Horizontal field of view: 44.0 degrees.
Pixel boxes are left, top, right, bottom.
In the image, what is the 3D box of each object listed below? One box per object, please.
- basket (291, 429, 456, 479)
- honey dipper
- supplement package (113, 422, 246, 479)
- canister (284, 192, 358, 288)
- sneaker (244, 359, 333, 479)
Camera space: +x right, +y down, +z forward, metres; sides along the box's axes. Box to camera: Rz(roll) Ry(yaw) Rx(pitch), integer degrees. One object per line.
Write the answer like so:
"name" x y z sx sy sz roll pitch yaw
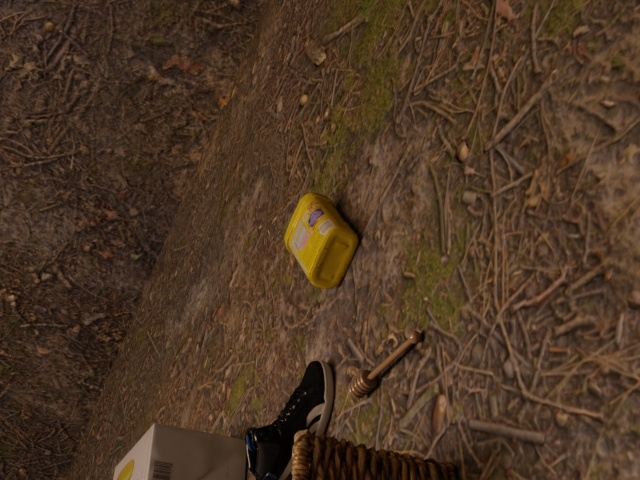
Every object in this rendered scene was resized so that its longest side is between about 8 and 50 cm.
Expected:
"basket" 0.018 0.396 0.901 0.213 0.223 0.299 -46 35 47
"honey dipper" 0.093 0.177 1.145 0.161 0.030 0.030 -51 30 38
"supplement package" -0.290 0.516 1.567 0.263 0.198 0.199 -48 33 45
"canister" 0.000 0.000 1.443 0.126 0.073 0.170 -66 24 16
"sneaker" -0.056 0.292 1.287 0.079 0.121 0.217 -21 55 62
